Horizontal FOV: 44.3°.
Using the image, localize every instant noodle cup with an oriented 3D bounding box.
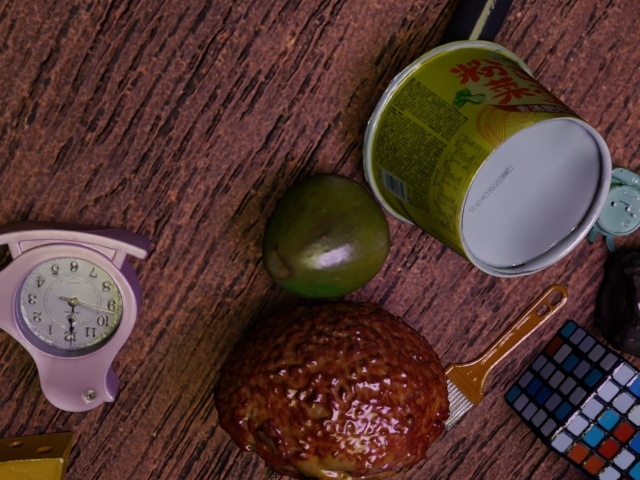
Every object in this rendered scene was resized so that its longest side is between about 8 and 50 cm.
[{"bbox_3d":[0.243,-0.101,1.098,0.311,0.221,0.311,-12,124,-18],"label":"instant noodle cup"}]

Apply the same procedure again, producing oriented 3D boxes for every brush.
[{"bbox_3d":[0.301,0.188,1.326,0.314,0.017,0.090,-44,105,2],"label":"brush"}]

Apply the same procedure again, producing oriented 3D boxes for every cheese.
[{"bbox_3d":[-0.478,0.350,1.198,0.171,0.093,0.126,14,103,-12],"label":"cheese"}]

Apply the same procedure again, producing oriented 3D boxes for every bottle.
[{"bbox_3d":[0.214,-0.290,1.169,0.082,0.072,0.244,12,106,-55],"label":"bottle"}]

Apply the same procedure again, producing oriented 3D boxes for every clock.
[{"bbox_3d":[0.486,-0.049,1.286,0.101,0.041,0.135,21,99,-13],"label":"clock"},{"bbox_3d":[-0.415,0.107,1.159,0.290,0.080,0.275,8,101,-10],"label":"clock"}]

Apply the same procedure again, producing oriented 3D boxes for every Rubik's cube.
[{"bbox_3d":[0.447,0.273,1.282,0.182,0.184,0.187,38,96,-16],"label":"Rubik's cube"}]

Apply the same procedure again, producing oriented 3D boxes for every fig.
[{"bbox_3d":[0.000,0.000,1.144,0.191,0.181,0.181,-34,112,-45],"label":"fig"}]

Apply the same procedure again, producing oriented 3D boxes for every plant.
[{"bbox_3d":[0.574,0.107,1.266,0.234,0.204,0.178,7,110,-6],"label":"plant"}]

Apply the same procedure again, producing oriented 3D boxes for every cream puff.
[{"bbox_3d":[0.026,0.200,1.117,0.351,0.350,0.228,6,110,-10],"label":"cream puff"}]

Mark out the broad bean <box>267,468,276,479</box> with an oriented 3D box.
[{"bbox_3d":[0.011,0.329,1.300,0.227,0.039,0.069,-26,99,-2],"label":"broad bean"}]
